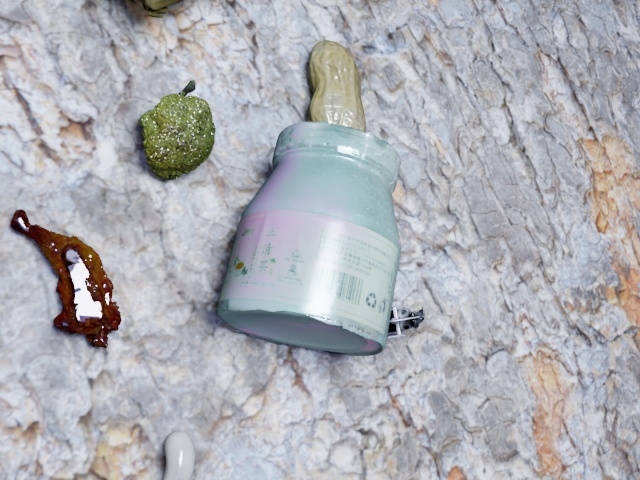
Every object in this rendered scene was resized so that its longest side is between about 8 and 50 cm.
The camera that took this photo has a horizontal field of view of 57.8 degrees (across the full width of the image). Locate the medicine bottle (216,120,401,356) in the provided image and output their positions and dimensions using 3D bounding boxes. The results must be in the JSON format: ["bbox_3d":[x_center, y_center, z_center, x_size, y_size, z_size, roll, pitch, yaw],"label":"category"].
[{"bbox_3d":[0.000,0.000,0.847,0.245,0.245,0.290,19,69,-19],"label":"medicine bottle"}]

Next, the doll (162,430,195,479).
[{"bbox_3d":[-0.139,0.438,0.727,0.242,0.159,0.311,29,71,-17],"label":"doll"}]

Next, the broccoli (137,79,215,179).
[{"bbox_3d":[-0.214,-0.159,0.860,0.120,0.131,0.130,24,65,26],"label":"broccoli"}]

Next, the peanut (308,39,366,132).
[{"bbox_3d":[0.024,-0.244,0.996,0.098,0.090,0.214,-2,76,-14],"label":"peanut"}]

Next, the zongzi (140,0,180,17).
[{"bbox_3d":[-0.289,-0.605,0.929,0.500,0.218,0.467,38,40,0],"label":"zongzi"}]

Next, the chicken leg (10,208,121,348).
[{"bbox_3d":[-0.338,0.048,0.788,0.089,0.048,0.219,-24,89,-30],"label":"chicken leg"}]

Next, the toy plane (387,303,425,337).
[{"bbox_3d":[0.126,0.126,0.929,0.078,0.197,0.053,-11,80,11],"label":"toy plane"}]
